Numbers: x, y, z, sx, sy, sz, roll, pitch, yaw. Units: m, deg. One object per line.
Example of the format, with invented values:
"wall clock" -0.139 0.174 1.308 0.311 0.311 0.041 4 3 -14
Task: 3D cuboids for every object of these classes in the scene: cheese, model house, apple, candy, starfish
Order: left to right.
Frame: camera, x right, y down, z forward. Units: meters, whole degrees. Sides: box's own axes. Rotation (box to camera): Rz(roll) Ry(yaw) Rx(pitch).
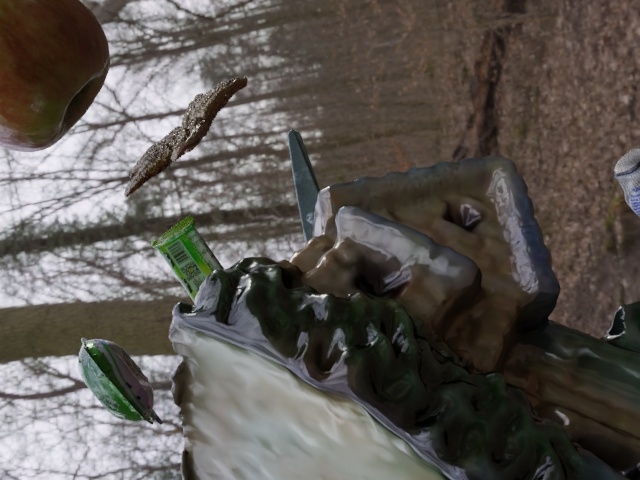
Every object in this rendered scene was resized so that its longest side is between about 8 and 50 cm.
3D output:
"apple" -0.493 -0.296 1.182 0.277 0.250 0.309 -62 9 -33
"cheese" -0.364 0.273 1.363 0.204 0.083 0.320 45 167 23
"starfish" -0.188 -0.145 1.006 0.043 0.227 0.240 42 -168 -18
"candy" -0.254 0.047 1.478 0.178 0.102 0.032 54 166 5
"model house" 0.162 0.143 0.647 0.400 0.445 0.395 -45 -30 -40

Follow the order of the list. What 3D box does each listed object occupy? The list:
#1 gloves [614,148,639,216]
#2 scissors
"gloves" 0.666 -0.092 1.454 0.229 0.119 0.097 36 -170 -38
"scissors" 0.000 0.000 1.178 0.029 0.192 0.447 71 -175 -63
